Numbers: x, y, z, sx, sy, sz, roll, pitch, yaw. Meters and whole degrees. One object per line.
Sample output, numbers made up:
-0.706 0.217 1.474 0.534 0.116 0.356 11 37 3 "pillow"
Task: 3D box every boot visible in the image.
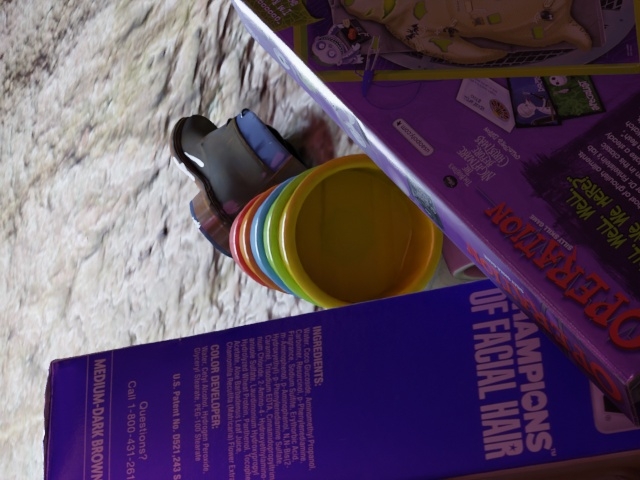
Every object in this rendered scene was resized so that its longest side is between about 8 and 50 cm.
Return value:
-0.071 -0.077 1.443 0.106 0.082 0.219 -42 34 13 "boot"

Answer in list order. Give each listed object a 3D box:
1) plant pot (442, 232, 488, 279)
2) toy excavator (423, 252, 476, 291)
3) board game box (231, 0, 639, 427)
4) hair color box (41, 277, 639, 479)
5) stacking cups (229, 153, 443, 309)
0.126 -0.077 0.961 0.201 0.201 0.180 -26 71 55 "plant pot"
-0.019 0.234 1.073 0.433 0.222 0.445 -43 34 43 "toy excavator"
0.122 -0.090 0.780 0.208 0.056 0.347 -34 51 -9 "board game box"
0.046 0.112 0.833 0.339 0.185 0.110 -13 61 17 "hair color box"
0.000 0.000 1.048 0.316 0.096 0.096 173 109 -81 "stacking cups"
